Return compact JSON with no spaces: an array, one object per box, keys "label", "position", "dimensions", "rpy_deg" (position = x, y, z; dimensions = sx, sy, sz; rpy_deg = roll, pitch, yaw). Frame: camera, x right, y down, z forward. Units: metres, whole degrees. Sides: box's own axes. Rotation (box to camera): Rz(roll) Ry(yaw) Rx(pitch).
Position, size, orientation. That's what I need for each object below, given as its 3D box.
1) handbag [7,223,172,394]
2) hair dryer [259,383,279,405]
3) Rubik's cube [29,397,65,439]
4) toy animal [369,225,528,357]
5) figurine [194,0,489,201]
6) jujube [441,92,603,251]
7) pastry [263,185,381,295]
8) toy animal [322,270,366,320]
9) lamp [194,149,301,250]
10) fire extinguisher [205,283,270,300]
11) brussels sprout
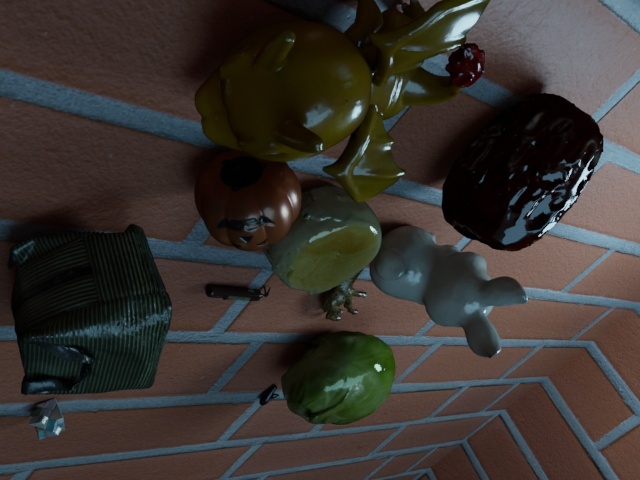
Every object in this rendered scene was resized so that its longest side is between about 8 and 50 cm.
[{"label":"handbag","position":[-0.419,0.134,1.253],"dimensions":[0.240,0.247,0.341],"rpy_deg":[-9,149,-27]},{"label":"hair dryer","position":[-0.144,0.467,2.149],"dimensions":[0.079,0.031,0.083],"rpy_deg":[-51,156,17]},{"label":"Rubik's cube","position":[-0.639,0.420,1.640],"dimensions":[0.073,0.084,0.075],"rpy_deg":[-16,130,-27]},{"label":"toy animal","position":[0.291,0.110,1.643],"dimensions":[0.241,0.367,0.196],"rpy_deg":[0,117,-60]},{"label":"figurine","position":[0.042,-0.250,1.062],"dimensions":[0.387,0.268,0.401],"rpy_deg":[-22,161,-37]},{"label":"jujube","position":[0.431,-0.139,1.532],"dimensions":[0.258,0.258,0.377],"rpy_deg":[15,122,-48]},{"label":"pastry","position":[0.001,-0.002,1.495],"dimensions":[0.264,0.133,0.265],"rpy_deg":[-19,146,-14]},{"label":"toy animal","position":[0.073,0.121,1.802],"dimensions":[0.149,0.054,0.276],"rpy_deg":[-19,145,-20]},{"label":"lamp","position":[-0.127,-0.070,1.254],"dimensions":[0.187,0.188,0.164],"rpy_deg":[-21,144,-12]},{"label":"fire extinguisher","position":[-0.190,0.125,1.619],"dimensions":[0.173,0.035,0.049],"rpy_deg":[9,128,-41]},{"label":"brussels sprout","position":[0.061,0.380,1.986],"dimensions":[0.327,0.247,0.328],"rpy_deg":[-7,138,-7]}]
